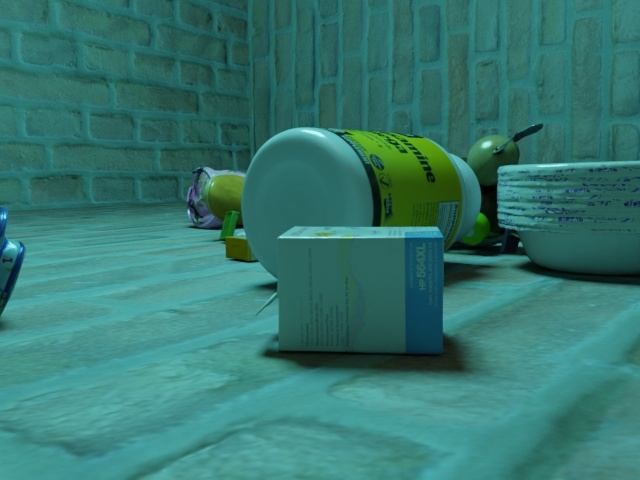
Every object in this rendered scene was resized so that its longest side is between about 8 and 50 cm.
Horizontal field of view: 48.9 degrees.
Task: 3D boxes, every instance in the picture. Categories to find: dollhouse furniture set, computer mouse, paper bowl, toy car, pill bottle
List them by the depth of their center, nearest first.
[{"bbox_3d":[0.073,-0.050,0.929,0.188,0.187,0.334,4,7,39],"label":"pill bottle"},{"bbox_3d":[0.387,-0.036,0.967,0.284,0.148,0.284,-1,6,0],"label":"paper bowl"},{"bbox_3d":[0.366,-0.011,1.132,0.114,0.091,0.081,-1,20,-34],"label":"dollhouse furniture set"},{"bbox_3d":[0.289,-0.111,1.144,0.149,0.188,0.155,47,44,16],"label":"toy car"},{"bbox_3d":[0.307,-0.007,1.248,0.193,0.042,0.106,5,10,-5],"label":"computer mouse"},{"bbox_3d":[-0.120,-0.010,1.405,0.152,0.058,0.076,18,-13,-31],"label":"dollhouse furniture set"}]

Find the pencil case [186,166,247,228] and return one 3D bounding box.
[{"bbox_3d":[-0.153,-0.116,1.834,0.386,0.167,0.160,-5,-26,-37],"label":"pencil case"}]

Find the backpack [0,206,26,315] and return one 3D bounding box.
[{"bbox_3d":[-0.325,0.019,0.653,0.084,0.114,0.105,19,-7,-32],"label":"backpack"}]

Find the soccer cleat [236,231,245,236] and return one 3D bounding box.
[{"bbox_3d":[-0.130,-0.001,1.292,0.083,0.029,0.036,10,7,38],"label":"soccer cleat"}]

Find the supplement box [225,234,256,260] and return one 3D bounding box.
[{"bbox_3d":[-0.094,0.010,1.122,0.098,0.036,0.062,-6,7,-42],"label":"supplement box"}]

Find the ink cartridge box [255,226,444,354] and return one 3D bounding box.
[{"bbox_3d":[0.024,0.036,0.565,0.143,0.089,0.092,1,6,6],"label":"ink cartridge box"}]

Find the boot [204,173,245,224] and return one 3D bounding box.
[{"bbox_3d":[-0.081,-0.072,1.468,0.211,0.104,0.295,6,-5,29],"label":"boot"}]
